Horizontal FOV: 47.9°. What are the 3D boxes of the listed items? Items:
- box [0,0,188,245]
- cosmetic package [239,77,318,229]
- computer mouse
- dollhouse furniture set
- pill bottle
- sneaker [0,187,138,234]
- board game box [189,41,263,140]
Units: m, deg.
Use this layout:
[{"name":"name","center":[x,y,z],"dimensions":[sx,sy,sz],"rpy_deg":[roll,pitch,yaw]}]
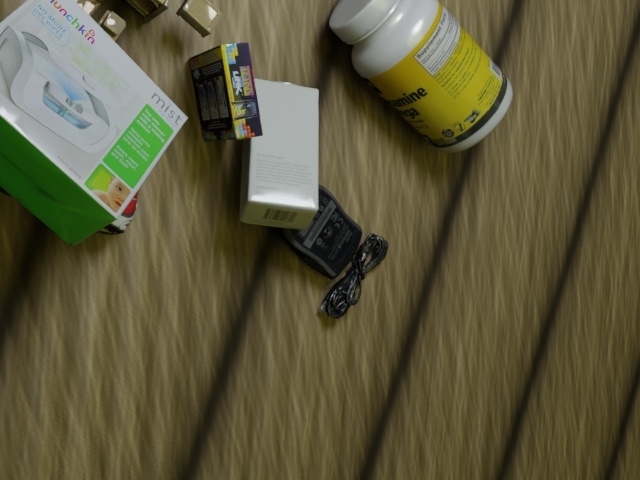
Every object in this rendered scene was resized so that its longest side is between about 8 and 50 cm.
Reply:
[{"name":"box","center":[-0.349,-0.170,0.972],"dimensions":[0.262,0.127,0.231],"rpy_deg":[47,44,-24]},{"name":"cosmetic package","center":[-0.067,-0.142,1.185],"dimensions":[0.118,0.085,0.231],"rpy_deg":[8,64,-15]},{"name":"computer mouse","center":[0.000,0.000,1.314],"dimensions":[0.188,0.072,0.272],"rpy_deg":[-53,129,-17]},{"name":"dollhouse furniture set","center":[-0.276,-0.333,1.086],"dimensions":[0.182,0.101,0.160],"rpy_deg":[39,69,-27]},{"name":"pill bottle","center":[0.180,-0.326,1.309],"dimensions":[0.334,0.188,0.187],"rpy_deg":[38,76,-27]},{"name":"sneaker","center":[-0.397,-0.110,1.067],"dimensions":[0.279,0.107,0.118],"rpy_deg":[32,62,-33]},{"name":"board game box","center":[-0.151,-0.230,1.137],"dimensions":[0.048,0.170,0.141],"rpy_deg":[-12,102,-25]}]
